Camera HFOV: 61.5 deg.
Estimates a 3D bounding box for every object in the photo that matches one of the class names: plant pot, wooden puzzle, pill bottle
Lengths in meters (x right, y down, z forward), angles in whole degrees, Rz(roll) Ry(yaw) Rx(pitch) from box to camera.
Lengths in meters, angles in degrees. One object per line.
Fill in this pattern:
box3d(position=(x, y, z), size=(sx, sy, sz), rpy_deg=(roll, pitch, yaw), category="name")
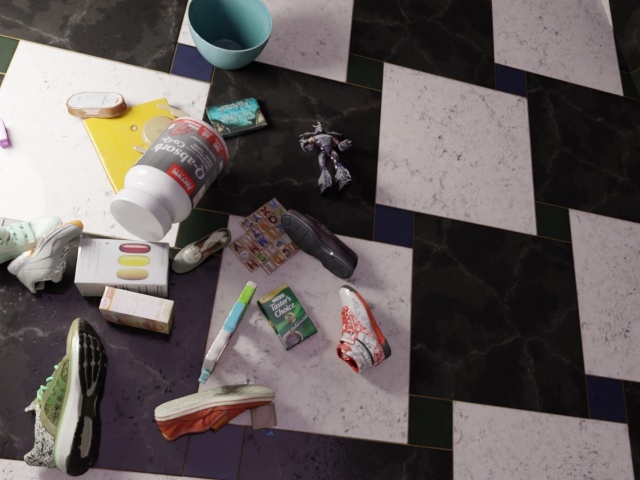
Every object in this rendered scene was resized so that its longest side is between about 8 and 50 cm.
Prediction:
box3d(position=(-0.330, -0.728, 1.931), size=(0.290, 0.195, 0.290), rpy_deg=(5, 67, -12), category="plant pot")
box3d(position=(-0.166, 0.509, 1.568), size=(0.078, 0.014, 0.116), rpy_deg=(1, 68, -10), category="wooden puzzle")
box3d(position=(-0.442, -0.182, 1.593), size=(0.210, 0.210, 0.363), rpy_deg=(27, 53, -2), category="pill bottle")

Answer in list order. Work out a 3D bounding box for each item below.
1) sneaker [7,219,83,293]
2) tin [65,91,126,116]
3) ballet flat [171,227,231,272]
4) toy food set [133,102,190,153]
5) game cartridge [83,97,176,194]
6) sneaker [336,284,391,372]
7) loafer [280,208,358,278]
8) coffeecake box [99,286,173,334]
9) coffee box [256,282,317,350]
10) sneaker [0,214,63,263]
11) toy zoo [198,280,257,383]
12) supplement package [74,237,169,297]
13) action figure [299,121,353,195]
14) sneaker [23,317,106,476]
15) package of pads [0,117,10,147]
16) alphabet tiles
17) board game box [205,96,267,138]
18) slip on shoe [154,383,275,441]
box3d(position=(-0.750, 0.047, 1.524), size=(0.262, 0.099, 0.121), rpy_deg=(-36, 93, 15), category="sneaker")
box3d(position=(-0.737, -0.447, 1.767), size=(0.189, 0.040, 0.106), rpy_deg=(-1, 50, -2), category="tin")
box3d(position=(-0.372, 0.024, 1.683), size=(0.213, 0.068, 0.072), rpy_deg=(-34, 80, -24), category="ballet flat")
box3d(position=(-0.519, -0.348, 1.768), size=(0.132, 0.038, 0.192), rpy_deg=(22, 72, 1), category="toy food set")
box3d(position=(-0.580, -0.295, 1.774), size=(0.285, 0.053, 0.324), rpy_deg=(-23, 78, -22), category="game cartridge")
box3d(position=(0.097, 0.279, 1.688), size=(0.145, 0.090, 0.270), rpy_deg=(-26, 79, -25), category="sneaker")
box3d(position=(0.000, 0.000, 1.776), size=(0.302, 0.109, 0.095), rpy_deg=(42, 47, -7), category="loafer")
box3d(position=(-0.517, 0.201, 1.531), size=(0.185, 0.142, 0.068), rpy_deg=(14, 65, -8), category="coffeecake box")
box3d(position=(-0.105, 0.236, 1.679), size=(0.113, 0.040, 0.184), rpy_deg=(-28, 78, -23), category="coffee box")
box3d(position=(-0.865, -0.016, 1.525), size=(0.256, 0.151, 0.094), rpy_deg=(-31, 77, -25), category="sneaker")
box3d(position=(-0.270, 0.271, 1.540), size=(0.030, 0.192, 0.293), rpy_deg=(28, 65, -1), category="toy zoo")
box3d(position=(-0.568, 0.083, 1.570), size=(0.244, 0.134, 0.139), rpy_deg=(2, 68, -14), category="supplement package")
box3d(position=(0.027, -0.303, 1.907), size=(0.185, 0.099, 0.285), rpy_deg=(-10, 68, -12), category="action figure")
box3d(position=(-0.690, 0.402, 1.416), size=(0.182, 0.158, 0.410), rpy_deg=(-5, 64, 2), category="sneaker")
box3d(position=(-0.995, -0.336, 1.678), size=(0.032, 0.050, 0.083), rpy_deg=(-17, 73, -20), category="package of pads")
box3d(position=(-0.175, -0.007, 1.780), size=(0.237, 0.009, 0.198), rpy_deg=(-38, 82, -25), category="alphabet tiles")
box3d(position=(-0.298, -0.436, 1.914), size=(0.186, 0.026, 0.126), rpy_deg=(-20, 74, -21), category="board game box")
box3d(position=(-0.287, 0.476, 1.505), size=(0.331, 0.123, 0.101), rpy_deg=(-11, 94, -18), category="slip on shoe")
